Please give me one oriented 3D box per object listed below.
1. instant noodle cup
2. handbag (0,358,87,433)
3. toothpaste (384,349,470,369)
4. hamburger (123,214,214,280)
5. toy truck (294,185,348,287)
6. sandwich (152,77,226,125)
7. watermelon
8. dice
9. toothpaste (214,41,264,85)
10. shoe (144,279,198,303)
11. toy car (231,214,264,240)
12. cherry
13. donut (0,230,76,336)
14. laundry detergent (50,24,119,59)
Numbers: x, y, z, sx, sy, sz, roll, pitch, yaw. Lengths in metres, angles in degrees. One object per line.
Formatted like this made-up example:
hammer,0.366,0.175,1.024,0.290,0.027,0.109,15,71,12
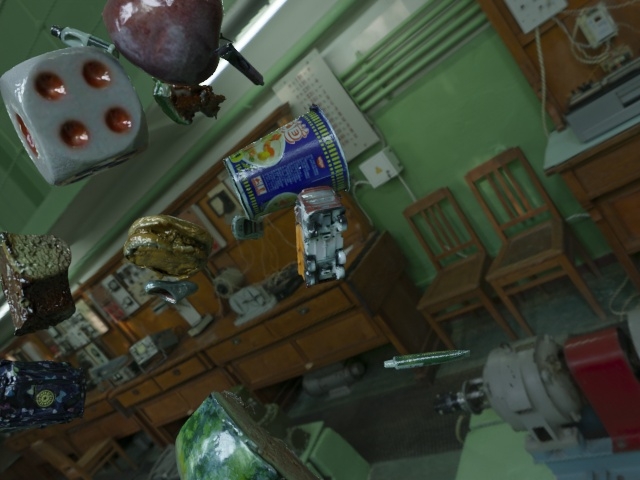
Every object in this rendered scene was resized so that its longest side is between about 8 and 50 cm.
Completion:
instant noodle cup,-0.107,-0.210,1.447,0.312,0.284,0.284,-24,8,-8
handbag,-0.697,0.376,1.207,0.113,0.162,0.260,-27,-28,28
toothpaste,0.253,0.283,1.176,0.204,0.032,0.049,-10,-29,11
hamburger,-0.553,0.025,1.782,0.318,0.318,0.158,-29,47,42
toy truck,0.000,0.000,1.192,0.114,0.271,0.135,-12,43,-13
sandwich,-0.389,-0.417,1.446,0.185,0.159,0.109,39,-116,-66
watermelon,-0.095,0.388,0.792,0.180,0.305,0.224,-39,-13,-51
dice,-0.585,-0.295,1.198,0.251,0.259,0.243,-32,15,-32
toothpaste,-0.173,-0.392,1.110,0.045,0.028,0.170,-18,-17,20
shoe,-0.495,0.179,1.654,0.079,0.078,0.195,-31,-28,31
toy car,-0.274,-0.049,1.895,0.056,0.096,0.205,-2,1,20
cherry,-0.355,-0.502,1.158,0.221,0.307,0.261,-104,23,-57
donut,-0.578,0.082,1.003,0.126,0.187,0.144,-10,-13,-46
laundry detergent,-0.826,-0.691,1.726,0.099,0.225,0.070,169,123,-77
